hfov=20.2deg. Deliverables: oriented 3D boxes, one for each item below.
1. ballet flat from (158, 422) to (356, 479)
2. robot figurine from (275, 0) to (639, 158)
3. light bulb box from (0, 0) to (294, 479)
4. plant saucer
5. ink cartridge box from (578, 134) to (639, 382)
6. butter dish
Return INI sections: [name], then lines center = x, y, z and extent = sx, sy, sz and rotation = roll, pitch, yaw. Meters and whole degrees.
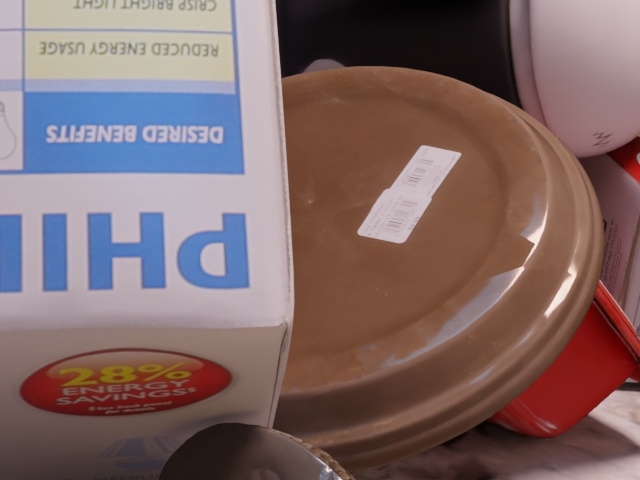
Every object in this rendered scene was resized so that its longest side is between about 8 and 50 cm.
[ballet flat]
center = 0.037, 0.161, 0.638
extent = 0.250, 0.084, 0.058
rotation = 41, 3, 19
[robot figurine]
center = 0.080, -0.133, 1.090
extent = 0.278, 0.173, 0.209
rotation = 0, 28, 24
[light bulb box]
center = -0.201, -0.087, 0.731
extent = 0.358, 0.361, 0.225
rotation = -2, -23, -6
[plant saucer]
center = 0.000, 0.000, 0.890
extent = 0.278, 0.041, 0.278
rotation = -9, 41, 8
[ink cartridge box]
center = 0.298, -0.009, 1.196
extent = 0.309, 0.130, 0.272
rotation = 4, 20, -13
[butter dish]
center = 0.084, 0.052, 0.974
extent = 0.160, 0.118, 0.160
rotation = 29, -13, 43
